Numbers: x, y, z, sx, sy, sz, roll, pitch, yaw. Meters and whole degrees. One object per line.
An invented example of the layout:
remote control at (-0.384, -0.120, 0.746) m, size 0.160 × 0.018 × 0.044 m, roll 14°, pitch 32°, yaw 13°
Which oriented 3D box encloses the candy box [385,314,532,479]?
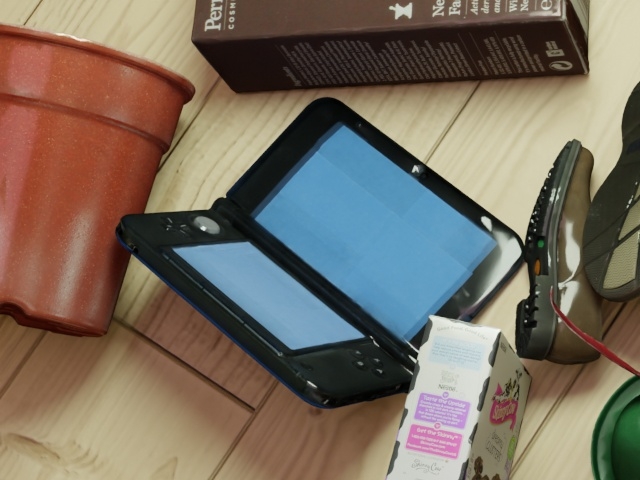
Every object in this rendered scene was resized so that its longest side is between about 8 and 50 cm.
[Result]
candy box at (0.122, 0.186, 1.591) m, size 0.070 × 0.165 × 0.196 m, roll 10°, pitch 74°, yaw 21°

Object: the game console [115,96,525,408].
game console at (0.000, 0.000, 1.703) m, size 0.293 × 0.250 × 0.173 m, roll 38°, pitch 112°, yaw 26°

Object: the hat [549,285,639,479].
hat at (0.296, 0.163, 1.532) m, size 0.208 × 0.183 × 0.173 m, roll 9°, pitch 74°, yaw 21°

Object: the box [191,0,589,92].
box at (0.075, -0.267, 1.789) m, size 0.381 × 0.143 × 0.191 m, roll -2°, pitch 70°, yaw 19°

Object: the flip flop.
flip flop at (0.318, -0.057, 1.648) m, size 0.112 × 0.080 × 0.277 m, roll -24°, pitch 36°, yaw 43°

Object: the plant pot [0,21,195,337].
plant pot at (-0.284, -0.051, 1.774) m, size 0.272 × 0.272 × 0.265 m, roll 9°, pitch 82°, yaw 21°

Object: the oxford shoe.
oxford shoe at (0.242, 0.013, 1.676) m, size 0.096 × 0.083 × 0.227 m, roll 11°, pitch 69°, yaw -5°
